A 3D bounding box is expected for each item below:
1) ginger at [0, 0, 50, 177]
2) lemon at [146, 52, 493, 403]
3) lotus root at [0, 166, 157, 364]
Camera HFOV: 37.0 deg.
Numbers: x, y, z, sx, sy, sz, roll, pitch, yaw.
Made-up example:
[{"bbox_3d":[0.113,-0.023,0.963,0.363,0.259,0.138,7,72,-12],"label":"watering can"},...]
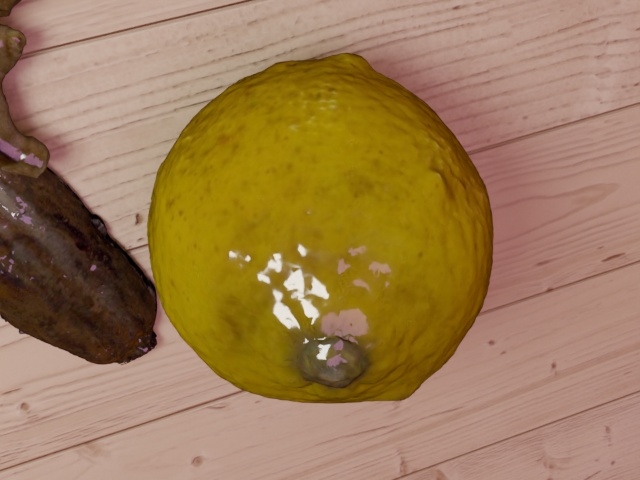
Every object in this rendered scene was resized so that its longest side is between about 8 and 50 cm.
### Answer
[{"bbox_3d":[-0.346,-0.214,0.880,0.166,0.080,0.333,1,123,-3],"label":"ginger"},{"bbox_3d":[0.000,0.000,0.958,0.350,0.387,0.349,2,125,3],"label":"lemon"},{"bbox_3d":[-0.296,0.041,1.038,0.167,0.078,0.329,-39,124,5],"label":"lotus root"}]
